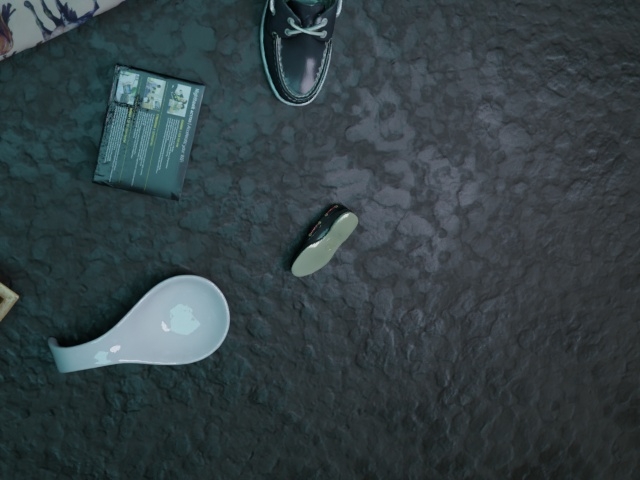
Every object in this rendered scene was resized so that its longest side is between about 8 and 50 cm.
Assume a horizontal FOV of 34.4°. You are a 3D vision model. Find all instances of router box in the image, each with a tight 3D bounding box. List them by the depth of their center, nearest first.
[{"bbox_3d":[-0.254,-0.158,1.522,0.133,0.046,0.178,12,99,-12],"label":"router box"}]

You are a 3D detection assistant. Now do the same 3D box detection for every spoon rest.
[{"bbox_3d":[-0.271,0.141,1.557,0.277,0.084,0.137,-18,103,-5],"label":"spoon rest"}]

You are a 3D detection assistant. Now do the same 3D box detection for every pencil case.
[{"bbox_3d":[-0.360,-0.355,1.407,0.410,0.160,0.183,-28,131,-4],"label":"pencil case"}]

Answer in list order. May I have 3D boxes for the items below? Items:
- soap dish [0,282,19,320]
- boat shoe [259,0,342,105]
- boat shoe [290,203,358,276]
[{"bbox_3d":[-0.614,0.078,1.467,0.291,0.118,0.229,38,92,-14],"label":"soap dish"},{"bbox_3d":[-0.027,-0.344,1.501,0.114,0.091,0.302,-3,102,-12],"label":"boat shoe"},{"bbox_3d":[0.001,0.001,1.601,0.133,0.042,0.049,-48,130,2],"label":"boat shoe"}]
